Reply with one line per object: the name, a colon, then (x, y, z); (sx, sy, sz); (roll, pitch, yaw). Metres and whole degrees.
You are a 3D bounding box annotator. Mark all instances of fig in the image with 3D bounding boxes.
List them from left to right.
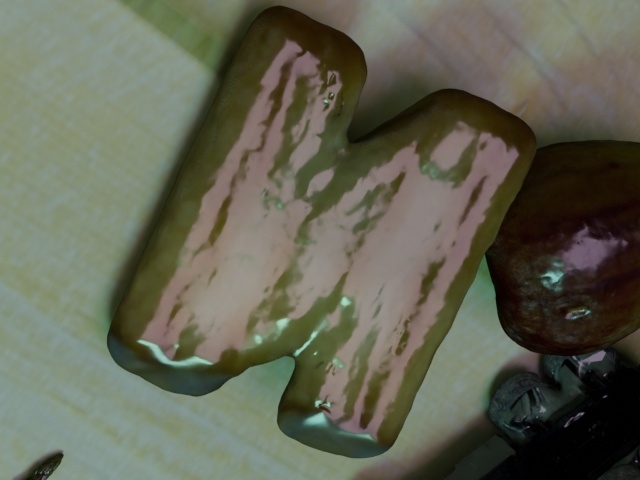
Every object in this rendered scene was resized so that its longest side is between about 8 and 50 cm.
fig: (0.252, -0.021, 1.155); (0.274, 0.145, 0.170); (-24, 120, 2)

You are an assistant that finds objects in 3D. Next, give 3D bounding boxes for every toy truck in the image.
toy truck: (0.196, 0.232, 1.234); (0.363, 0.176, 0.178); (-33, 133, -11)

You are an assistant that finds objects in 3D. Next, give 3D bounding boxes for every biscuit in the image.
biscuit: (0.000, 0.000, 1.076); (0.236, 0.062, 0.291); (22, 101, -14)

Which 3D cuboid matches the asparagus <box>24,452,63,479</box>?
asparagus: (-0.255, 0.208, 1.092); (0.162, 0.016, 0.016); (-34, 102, -9)
